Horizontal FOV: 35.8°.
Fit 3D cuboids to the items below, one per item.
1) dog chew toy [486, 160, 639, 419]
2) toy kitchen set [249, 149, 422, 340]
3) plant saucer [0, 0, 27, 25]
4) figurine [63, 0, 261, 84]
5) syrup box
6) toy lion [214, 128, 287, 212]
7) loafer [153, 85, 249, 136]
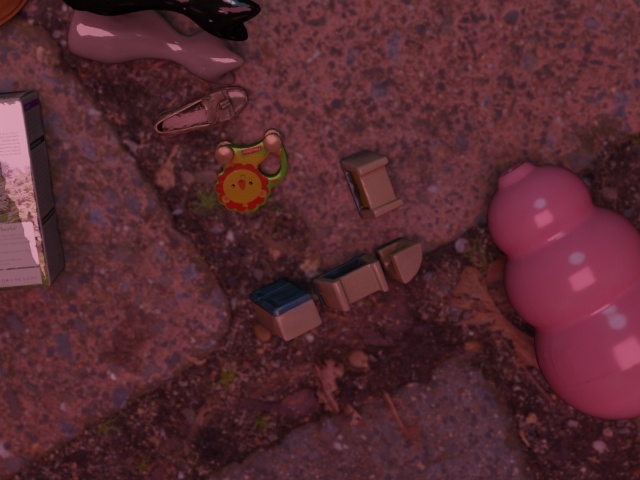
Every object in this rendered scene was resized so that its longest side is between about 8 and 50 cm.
[{"bbox_3d":[0.321,0.052,1.215,0.207,0.206,0.331,-33,95,7],"label":"dog chew toy"},{"bbox_3d":[0.000,0.000,1.254,0.207,0.122,0.166,-25,104,-15],"label":"toy kitchen set"},{"bbox_3d":[-0.424,-0.336,1.145,0.200,0.037,0.199,-6,104,-25],"label":"plant saucer"},{"bbox_3d":[-0.181,-0.251,1.138,0.210,0.215,0.092,16,74,-6],"label":"figurine"},{"bbox_3d":[-0.386,-0.062,1.224,0.093,0.096,0.236,-5,104,-1],"label":"syrup box"},{"bbox_3d":[-0.088,-0.084,1.258,0.100,0.034,0.096,-14,111,3],"label":"toy lion"},{"bbox_3d":[-0.148,-0.157,1.232,0.125,0.039,0.045,-20,103,4],"label":"loafer"}]
